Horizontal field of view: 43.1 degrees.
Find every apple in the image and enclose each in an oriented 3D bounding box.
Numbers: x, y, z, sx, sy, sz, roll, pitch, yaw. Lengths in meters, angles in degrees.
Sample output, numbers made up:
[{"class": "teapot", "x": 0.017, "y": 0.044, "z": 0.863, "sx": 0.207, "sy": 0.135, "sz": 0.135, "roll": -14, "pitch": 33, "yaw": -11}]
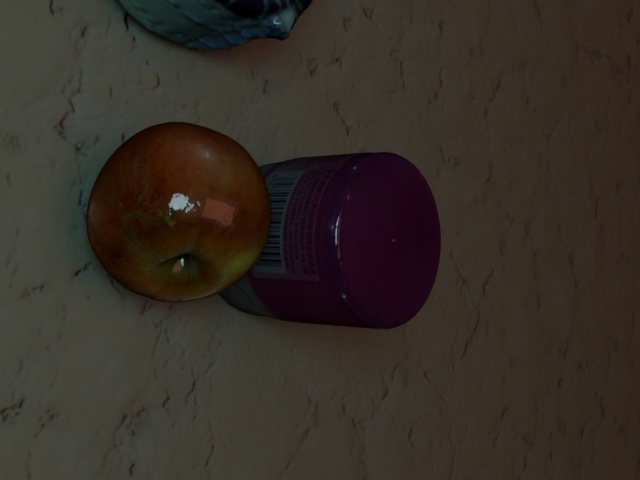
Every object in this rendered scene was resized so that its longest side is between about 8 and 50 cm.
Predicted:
[{"class": "apple", "x": -0.125, "y": -0.027, "z": 0.734, "sx": 0.163, "sy": 0.163, "sz": 0.139, "roll": 33, "pitch": 37, "yaw": -43}]

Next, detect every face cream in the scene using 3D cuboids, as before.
[{"class": "face cream", "x": 0.000, "y": 0.000, "z": 0.841, "sx": 0.175, "sy": 0.195, "sz": 0.175, "roll": -2, "pitch": 92, "yaw": -48}]

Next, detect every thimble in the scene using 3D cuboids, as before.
[{"class": "thimble", "x": -0.102, "y": -0.300, "z": 0.768, "sx": 0.237, "sy": 0.150, "sz": 0.237, "roll": 0, "pitch": 90, "yaw": -50}]
